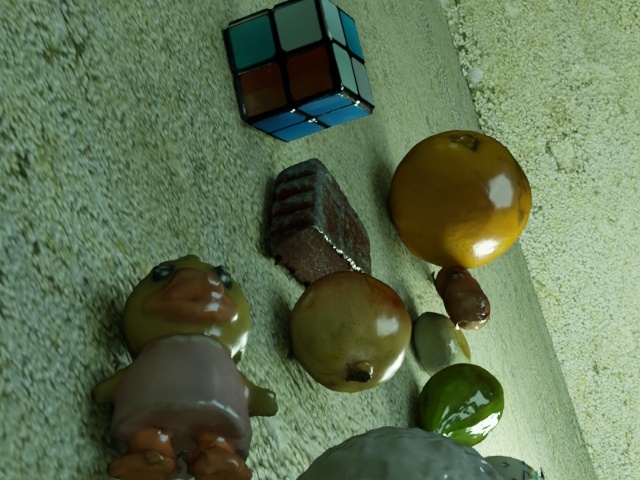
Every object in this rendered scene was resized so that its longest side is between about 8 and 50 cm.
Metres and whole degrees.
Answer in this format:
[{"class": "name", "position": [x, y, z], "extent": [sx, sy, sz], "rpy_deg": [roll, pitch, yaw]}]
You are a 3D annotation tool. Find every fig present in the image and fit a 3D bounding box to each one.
[{"class": "fig", "position": [0.257, 0.333, 2.070], "extent": [0.234, 0.167, 0.167], "rpy_deg": [-9, 81, -33]}]

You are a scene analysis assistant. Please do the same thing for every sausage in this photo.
[{"class": "sausage", "position": [0.301, 0.116, 2.260], "extent": [0.094, 0.094, 0.419], "rpy_deg": [45, 7, -5]}]

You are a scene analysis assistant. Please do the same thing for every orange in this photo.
[{"class": "orange", "position": [0.300, -0.087, 2.270], "extent": [0.312, 0.312, 0.312], "rpy_deg": [52, 28, -44]}]

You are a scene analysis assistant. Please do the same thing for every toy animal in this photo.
[{"class": "toy animal", "position": [-0.144, 0.134, 1.134], "extent": [0.169, 0.196, 0.281], "rpy_deg": [118, -26, -59]}]

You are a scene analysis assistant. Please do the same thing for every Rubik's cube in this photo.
[{"class": "Rubik's cube", "position": [-0.032, -0.280, 1.720], "extent": [0.167, 0.183, 0.180], "rpy_deg": [16, 57, -68]}]

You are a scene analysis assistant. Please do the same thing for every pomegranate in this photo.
[{"class": "pomegranate", "position": [0.042, 0.141, 1.588], "extent": [0.191, 0.191, 0.191], "rpy_deg": [52, 28, -44]}]

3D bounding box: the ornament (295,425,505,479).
[{"class": "ornament", "position": [0.103, 0.401, 1.310], "extent": [0.337, 0.337, 0.337], "rpy_deg": [52, 28, -44]}]

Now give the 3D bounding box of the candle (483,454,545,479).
[{"class": "candle", "position": [0.365, 0.534, 2.114], "extent": [0.330, 0.188, 0.187], "rpy_deg": [-70, 138, -60]}]

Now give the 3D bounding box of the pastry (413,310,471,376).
[{"class": "pastry", "position": [0.256, 0.221, 2.213], "extent": [0.156, 0.092, 0.156], "rpy_deg": [58, 15, -27]}]

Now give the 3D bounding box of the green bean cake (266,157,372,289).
[{"class": "green bean cake", "position": [0.000, 0.000, 1.700], "extent": [0.198, 0.097, 0.232], "rpy_deg": [-90, 154, -42]}]
